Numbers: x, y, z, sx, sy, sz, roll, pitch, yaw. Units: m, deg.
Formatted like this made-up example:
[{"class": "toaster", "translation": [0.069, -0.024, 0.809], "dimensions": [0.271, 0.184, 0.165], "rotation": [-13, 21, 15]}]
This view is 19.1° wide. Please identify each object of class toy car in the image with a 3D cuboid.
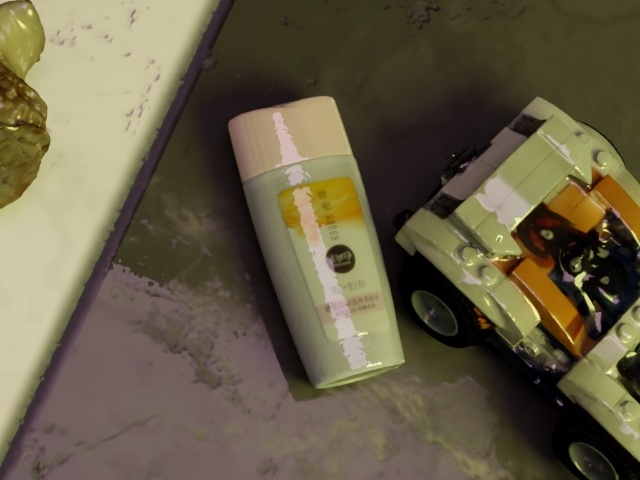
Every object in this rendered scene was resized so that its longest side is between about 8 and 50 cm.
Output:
[{"class": "toy car", "translation": [0.203, 0.044, 1.318], "dimensions": [0.301, 0.118, 0.193], "rotation": [44, 64, 9]}]

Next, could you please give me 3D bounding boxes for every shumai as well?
[{"class": "shumai", "translation": [-0.225, -0.104, 1.253], "dimensions": [0.145, 0.145, 0.116], "rotation": [42, 61, -1]}]

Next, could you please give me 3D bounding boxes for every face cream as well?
[{"class": "face cream", "translation": [0.000, 0.000, 1.316], "dimensions": [0.084, 0.057, 0.198], "rotation": [-14, 81, -18]}]
